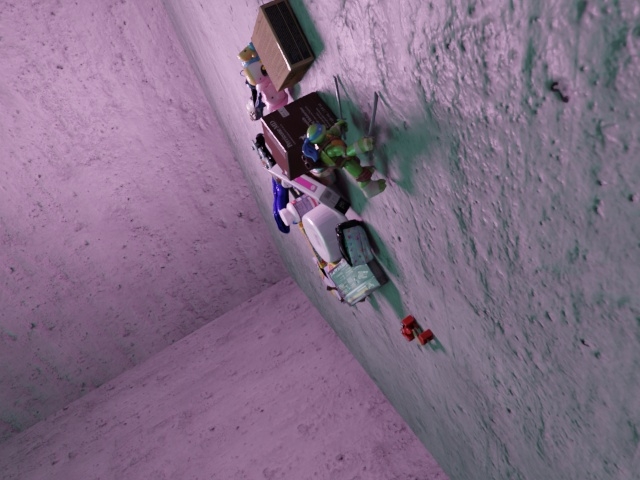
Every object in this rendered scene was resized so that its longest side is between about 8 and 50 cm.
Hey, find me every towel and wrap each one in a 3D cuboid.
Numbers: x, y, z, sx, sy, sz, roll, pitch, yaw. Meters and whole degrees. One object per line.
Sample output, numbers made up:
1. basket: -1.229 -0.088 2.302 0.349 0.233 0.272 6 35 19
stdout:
1. towel: -0.215 -0.215 2.270 0.227 0.077 0.307 84 -178 -60

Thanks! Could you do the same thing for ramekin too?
1. ramekin: 0.034 -0.032 1.867 0.277 0.135 0.277 56 167 20

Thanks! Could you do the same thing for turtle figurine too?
1. turtle figurine: 0.102 -0.264 1.144 0.198 0.274 0.266 13 157 43

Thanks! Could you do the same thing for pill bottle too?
1. pill bottle: -0.101 -0.149 2.029 0.107 0.180 0.108 55 166 20

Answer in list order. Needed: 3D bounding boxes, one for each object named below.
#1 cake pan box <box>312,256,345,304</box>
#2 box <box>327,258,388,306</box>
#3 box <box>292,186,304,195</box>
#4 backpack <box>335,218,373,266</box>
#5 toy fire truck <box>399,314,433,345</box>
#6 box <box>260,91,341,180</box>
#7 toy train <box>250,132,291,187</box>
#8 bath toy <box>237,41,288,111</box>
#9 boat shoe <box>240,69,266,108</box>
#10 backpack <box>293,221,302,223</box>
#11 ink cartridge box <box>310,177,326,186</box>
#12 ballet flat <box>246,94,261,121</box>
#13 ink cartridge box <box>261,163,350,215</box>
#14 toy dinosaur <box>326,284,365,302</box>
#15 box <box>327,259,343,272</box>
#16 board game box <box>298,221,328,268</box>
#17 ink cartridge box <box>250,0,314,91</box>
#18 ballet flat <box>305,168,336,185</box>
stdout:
1. cake pan box: 0.066 0.220 2.490 0.246 0.070 0.266 32 150 61
2. box: 0.151 0.153 1.764 0.183 0.056 0.231 56 136 11
3. box: -0.104 -0.269 2.065 0.083 0.052 0.062 49 164 45
4. backpack: 0.129 0.011 1.618 0.152 0.115 0.181 -30 -78 -84
5. toy fire truck: 0.373 0.365 1.644 0.135 0.047 0.192 51 166 31
6. box: -0.059 -0.338 1.373 0.168 0.203 0.167 55 166 19
7. toy train: -0.222 -0.393 2.047 0.333 0.142 0.190 53 170 38
8. bath toy: -0.170 -0.548 1.536 0.129 0.151 0.348 -34 86 42
9. boat shoe: -0.266 -0.652 1.733 0.109 0.089 0.258 50 164 39
10. backpack: -0.111 -0.144 2.220 0.101 0.120 0.098 61 168 -6
11. ink cartridge box: -0.028 -0.245 1.832 0.179 0.045 0.145 33 148 59
12. ballet flat: -0.324 -0.641 2.037 0.074 0.074 0.203 58 167 9
13. ink cartridge box: -0.063 -0.219 1.658 0.371 0.069 0.176 31 -178 38
14. toy dinosaur: 0.169 0.240 2.030 0.201 0.127 0.295 6 150 36
15. box: 0.137 0.156 1.873 0.232 0.058 0.087 25 132 38
16. board game box: 0.000 0.000 2.102 0.259 0.124 0.039 62 166 -12
17. ink cartridge box: -0.123 -0.595 1.301 0.193 0.088 0.235 64 168 -10
18. ballet flat: -0.037 -0.286 1.656 0.106 0.108 0.316 52 175 -38
